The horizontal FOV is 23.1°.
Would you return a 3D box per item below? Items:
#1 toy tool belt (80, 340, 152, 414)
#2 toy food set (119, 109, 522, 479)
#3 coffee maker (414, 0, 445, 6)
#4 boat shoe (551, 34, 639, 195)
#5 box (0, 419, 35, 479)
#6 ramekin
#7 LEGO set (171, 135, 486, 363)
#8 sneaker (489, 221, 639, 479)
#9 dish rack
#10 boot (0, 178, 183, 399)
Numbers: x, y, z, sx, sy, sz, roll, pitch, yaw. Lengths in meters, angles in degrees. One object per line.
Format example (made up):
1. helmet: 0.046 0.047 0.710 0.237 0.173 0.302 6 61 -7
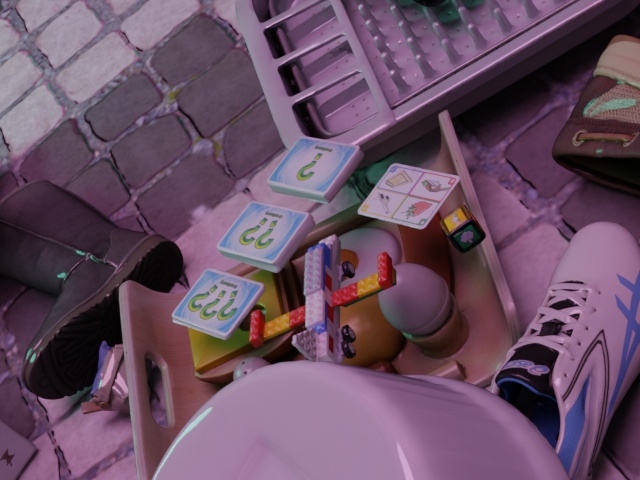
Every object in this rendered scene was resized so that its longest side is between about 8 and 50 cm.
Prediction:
1. toy tool belt: -0.165 0.103 1.265 0.051 0.052 0.083 -8 50 19
2. toy food set: -0.011 0.048 1.174 0.306 0.092 0.220 -27 44 13
3. coffee maker: 0.044 -0.260 1.295 0.178 0.120 0.171 35 101 47
4. boat shoe: 0.272 -0.028 1.034 0.123 0.123 0.342 -50 40 0
5. box: -0.444 0.171 1.312 0.345 0.168 0.215 17 67 41
6. ramekin: 0.009 0.204 0.937 0.277 0.135 0.277 -17 63 38
7. LEGO set: 0.000 0.000 1.111 0.244 0.060 0.182 16 64 51
8. sneaker: 0.161 0.079 1.037 0.085 0.086 0.237 0 54 37
9. dish rack: 0.103 -0.204 1.324 0.332 0.072 0.286 -30 43 10
10. boot: -0.239 0.034 1.356 0.208 0.076 0.189 22 55 36
